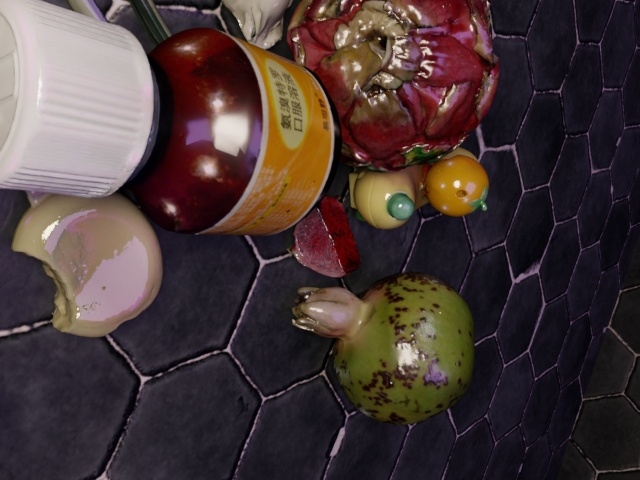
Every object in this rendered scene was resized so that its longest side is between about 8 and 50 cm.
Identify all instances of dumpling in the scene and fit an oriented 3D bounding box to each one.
[{"bbox_3d":[-0.077,-0.356,0.783,0.127,0.108,0.188,-32,126,-62],"label":"dumpling"}]

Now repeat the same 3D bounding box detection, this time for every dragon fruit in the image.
[{"bbox_3d":[0.106,-0.254,0.852,0.329,0.329,0.329,-15,112,-41],"label":"dragon fruit"},{"bbox_3d":[0.000,0.000,0.974,0.102,0.096,0.147,-4,74,-54],"label":"dragon fruit"}]

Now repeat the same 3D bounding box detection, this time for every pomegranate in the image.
[{"bbox_3d":[0.104,0.171,1.028,0.340,0.285,0.285,28,80,-14],"label":"pomegranate"}]

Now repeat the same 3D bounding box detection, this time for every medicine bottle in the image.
[{"bbox_3d":[-0.165,-0.116,0.630,0.395,0.242,0.242,-7,107,-54],"label":"medicine bottle"}]

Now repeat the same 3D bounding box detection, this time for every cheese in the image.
[{"bbox_3d":[-0.297,-0.020,0.678,0.163,0.082,0.286,-42,125,-30],"label":"cheese"}]

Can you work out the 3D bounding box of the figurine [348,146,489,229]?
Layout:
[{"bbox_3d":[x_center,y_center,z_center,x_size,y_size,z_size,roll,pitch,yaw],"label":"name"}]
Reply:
[{"bbox_3d":[0.193,-0.104,1.029,0.324,0.222,0.124,-20,113,-39],"label":"figurine"}]

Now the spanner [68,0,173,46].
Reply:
[{"bbox_3d":[-0.269,-0.324,0.642,0.095,0.040,0.325,-50,132,-21],"label":"spanner"}]
